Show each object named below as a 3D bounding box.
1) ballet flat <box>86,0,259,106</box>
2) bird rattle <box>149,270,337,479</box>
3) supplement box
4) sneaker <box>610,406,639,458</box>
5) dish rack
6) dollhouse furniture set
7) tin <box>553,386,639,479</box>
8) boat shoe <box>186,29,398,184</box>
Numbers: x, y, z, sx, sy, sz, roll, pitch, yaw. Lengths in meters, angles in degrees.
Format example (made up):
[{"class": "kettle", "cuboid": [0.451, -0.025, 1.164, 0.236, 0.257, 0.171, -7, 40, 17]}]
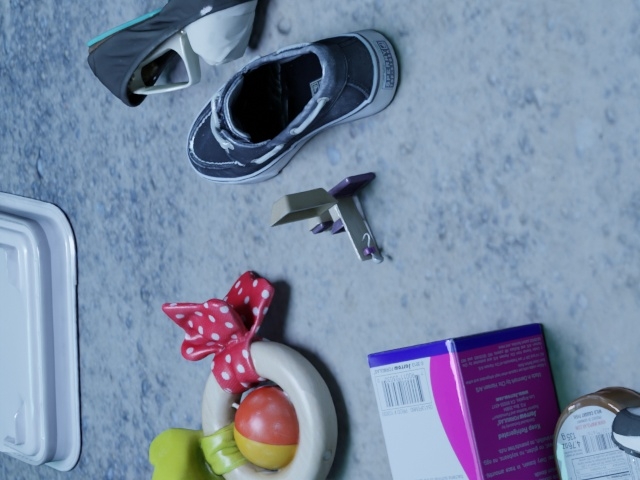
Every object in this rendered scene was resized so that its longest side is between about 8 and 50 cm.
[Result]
[{"class": "ballet flat", "cuboid": [-0.126, -0.210, 1.707, 0.280, 0.095, 0.096, -26, 90, 47]}, {"class": "bird rattle", "cuboid": [-0.063, 0.166, 1.712, 0.207, 0.143, 0.253, 23, 101, 34]}, {"class": "supplement box", "cuboid": [0.134, 0.190, 1.448, 0.111, 0.114, 0.220, -15, 84, 50]}, {"class": "sneaker", "cuboid": [0.325, 0.109, 1.229, 0.271, 0.100, 0.108, -20, 67, 47]}, {"class": "dish rack", "cuboid": [-0.401, 0.111, 2.116, 0.286, 0.072, 0.332, 11, 107, 48]}, {"class": "dollhouse furniture set", "cuboid": [0.000, 0.000, 1.576, 0.091, 0.114, 0.081, -37, 73, 45]}, {"class": "tin", "cuboid": [0.244, 0.214, 1.380, 0.106, 0.040, 0.189, -23, 79, 54]}, {"class": "boat shoe", "cuboid": [-0.057, -0.121, 1.628, 0.301, 0.102, 0.108, -18, 83, 50]}]
